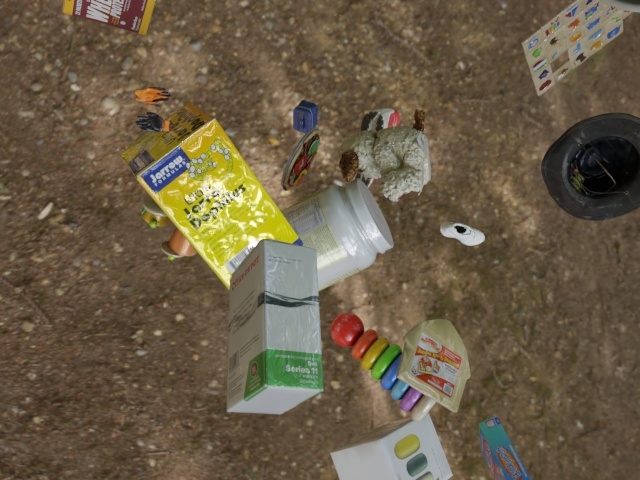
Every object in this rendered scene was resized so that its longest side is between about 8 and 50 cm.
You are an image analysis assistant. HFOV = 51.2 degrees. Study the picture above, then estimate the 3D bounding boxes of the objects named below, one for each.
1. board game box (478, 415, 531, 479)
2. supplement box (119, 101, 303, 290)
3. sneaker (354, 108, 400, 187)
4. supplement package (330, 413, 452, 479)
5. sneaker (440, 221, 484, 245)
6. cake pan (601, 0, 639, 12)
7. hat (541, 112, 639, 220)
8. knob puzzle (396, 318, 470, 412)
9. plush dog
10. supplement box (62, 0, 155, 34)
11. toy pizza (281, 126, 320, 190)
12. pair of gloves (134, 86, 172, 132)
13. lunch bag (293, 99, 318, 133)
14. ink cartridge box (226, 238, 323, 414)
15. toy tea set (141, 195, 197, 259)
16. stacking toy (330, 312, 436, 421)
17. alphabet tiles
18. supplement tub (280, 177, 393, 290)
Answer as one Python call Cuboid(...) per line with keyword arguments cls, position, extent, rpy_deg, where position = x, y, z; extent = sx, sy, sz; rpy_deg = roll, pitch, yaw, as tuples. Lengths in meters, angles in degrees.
Cuboid(cls="board game box", position=(0.408, 0.506, 1.430), extent=(0.160, 0.047, 0.210), rpy_deg=(71, -3, -48))
Cuboid(cls="supplement box", position=(-0.231, -0.086, 1.439), extent=(0.195, 0.194, 0.356), rpy_deg=(-40, 123, -8))
Cuboid(cls="sneaker", position=(0.172, -0.269, 1.992), extent=(0.118, 0.279, 0.107), rpy_deg=(-21, 55, -37))
Cuboid(cls="supplement package", position=(0.208, 0.647, 1.931), extent=(0.263, 0.198, 0.199), rpy_deg=(-7, 73, -51))
Cuboid(cls="sneaker", position=(0.430, -0.019, 1.977), extent=(0.152, 0.061, 0.053), rpy_deg=(14, 81, -25))
Cuboid(cls="cake pan", position=(0.479, -0.472, 0.926), extent=(0.054, 0.293, 0.293), rpy_deg=(-23, 96, -42))
Cuboid(cls="hat", position=(0.793, -0.220, 1.857), extent=(0.331, 0.331, 0.134), rpy_deg=(59, 37, -16))
Cuboid(cls="knob puzzle", position=(0.262, 0.268, 1.529), extent=(0.213, 0.030, 0.213), rpy_deg=(11, 65, -25))
Cuboid(cls="plush dog", position=(0.155, -0.222, 1.691), extent=(0.262, 0.225, 0.210), rpy_deg=(-47, 135, -66))
Cuboid(cls="supplement box", position=(-0.476, -0.612, 1.538), extent=(0.191, 0.129, 0.194), rpy_deg=(10, 64, -22))
Cuboid(cls="toy pizza", position=(-0.046, -0.223, 1.877), extent=(0.032, 0.201, 0.201), rpy_deg=(30, 52, 10))
Cuboid(cls="pair of gloves", position=(-0.309, -0.242, 1.240), extent=(0.010, 0.074, 0.083), rpy_deg=(-34, 128, -71))
Cuboid(cls="lunch bag", position=(-0.051, -0.384, 2.109), extent=(0.065, 0.067, 0.098), rpy_deg=(-54, 156, -39))
Cuboid(cls="ink cartridge box", position=(-0.068, 0.123, 0.936), extent=(0.087, 0.153, 0.208), rpy_deg=(10, 61, -24))
Cuboid(cls="toy tea set", position=(-0.376, -0.051, 1.754), extent=(0.200, 0.124, 0.336), rpy_deg=(22, 27, -6))
Cuboid(cls="stacking toy", position=(0.161, 0.304, 1.705), extent=(0.330, 0.141, 0.141), rpy_deg=(38, 47, 14))
Cuboid(cls="alphabet tiles", position=(0.482, -0.387, 1.221), extent=(0.009, 0.237, 0.198), rpy_deg=(58, 12, 29))
Cuboid(cls="supplement tub", position=(0.000, 0.000, 1.723), extent=(0.235, 0.325, 0.235), rpy_deg=(57, 15, -24))
